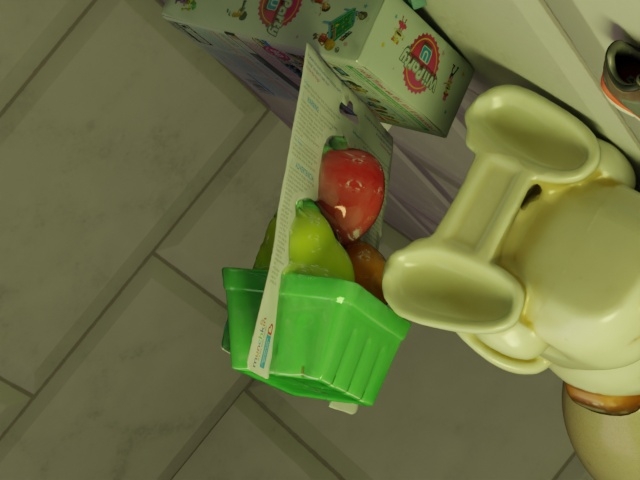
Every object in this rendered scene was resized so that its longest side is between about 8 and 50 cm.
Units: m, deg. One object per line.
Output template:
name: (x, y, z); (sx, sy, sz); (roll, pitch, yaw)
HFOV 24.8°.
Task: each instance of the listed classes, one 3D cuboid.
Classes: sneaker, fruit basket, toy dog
sneaker: (0.287, -0.110, 1.181); (0.158, 0.061, 0.065); (37, 171, 30)
fruit basket: (0.000, 0.000, 1.634); (0.165, 0.353, 0.327); (-1, 166, 20)
toy dog: (0.320, 0.044, 1.687); (0.395, 0.284, 0.408); (15, 168, 26)

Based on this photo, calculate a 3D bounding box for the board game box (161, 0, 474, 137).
board game box: (-0.003, -0.232, 1.721); (0.303, 0.097, 0.224); (19, 172, 36)

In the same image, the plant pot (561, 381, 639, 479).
plant pot: (0.436, 0.192, 1.920); (0.284, 0.284, 0.191); (37, 176, 40)

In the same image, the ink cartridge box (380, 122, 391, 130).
ink cartridge box: (0.017, -0.265, 2.015); (0.218, 0.092, 0.158); (36, 176, 31)

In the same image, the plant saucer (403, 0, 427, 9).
plant saucer: (0.074, -0.291, 1.524); (0.067, 0.018, 0.192); (38, 177, 13)
